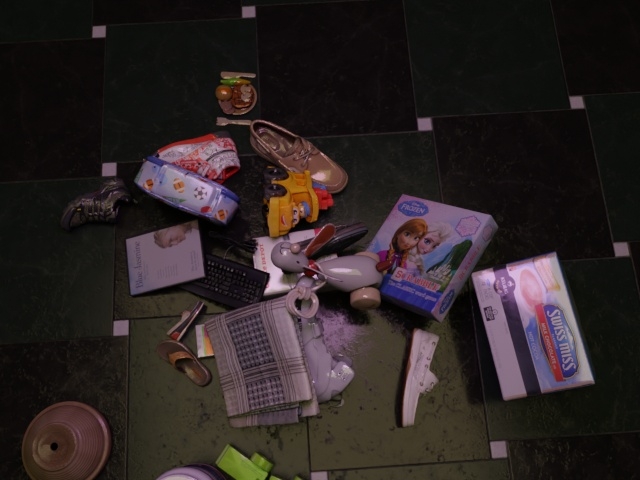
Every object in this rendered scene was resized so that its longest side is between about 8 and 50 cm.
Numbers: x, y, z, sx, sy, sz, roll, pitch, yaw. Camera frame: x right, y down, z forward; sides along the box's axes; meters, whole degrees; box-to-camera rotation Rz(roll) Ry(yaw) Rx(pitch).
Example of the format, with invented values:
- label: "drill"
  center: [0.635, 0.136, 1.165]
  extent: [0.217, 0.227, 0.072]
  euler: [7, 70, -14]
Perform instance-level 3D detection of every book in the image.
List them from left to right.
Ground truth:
- label: "book"
  center: [-0.279, 0.278, 1.827]
  extent: [0.144, 0.035, 0.096]
  euler: [-8, 72, -4]

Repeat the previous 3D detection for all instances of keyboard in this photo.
- label: "keyboard"
  center: [-0.286, 0.069, 1.825]
  extent: [0.317, 0.033, 0.201]
  euler: [16, 84, 23]

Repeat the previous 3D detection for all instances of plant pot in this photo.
- label: "plant pot"
  center: [-0.690, 0.548, 1.706]
  extent: [0.238, 0.109, 0.237]
  euler: [0, 73, 1]

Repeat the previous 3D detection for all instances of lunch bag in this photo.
- label: "lunch bag"
  center: [-0.381, -0.142, 1.835]
  extent: [0.304, 0.243, 0.114]
  euler: [26, 88, -6]

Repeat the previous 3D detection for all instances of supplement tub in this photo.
- label: "supplement tub"
  center: [-0.330, 0.659, 1.589]
  extent: [0.191, 0.272, 0.191]
  euler: [0, 74, 0]

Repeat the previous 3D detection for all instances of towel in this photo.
- label: "towel"
  center: [-0.165, 0.332, 1.692]
  extent: [0.312, 0.056, 0.324]
  euler: [-18, 84, 31]

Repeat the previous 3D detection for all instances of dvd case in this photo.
- label: "dvd case"
  center: [-0.451, 0.048, 1.859]
  extent: [0.253, 0.022, 0.180]
  euler: [-15, 74, 15]

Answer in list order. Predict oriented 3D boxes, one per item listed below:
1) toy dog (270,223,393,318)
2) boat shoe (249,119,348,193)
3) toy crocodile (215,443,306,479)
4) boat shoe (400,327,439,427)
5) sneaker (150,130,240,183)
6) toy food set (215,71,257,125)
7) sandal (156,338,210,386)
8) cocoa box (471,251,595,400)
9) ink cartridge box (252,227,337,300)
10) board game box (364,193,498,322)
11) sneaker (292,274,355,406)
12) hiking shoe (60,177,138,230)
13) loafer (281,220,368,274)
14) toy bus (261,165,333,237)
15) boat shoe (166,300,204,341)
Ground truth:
- label: "toy dog"
  center: [0.055, 0.067, 1.665]
  extent: [0.334, 0.161, 0.220]
  euler: [-2, 62, -38]
- label: "boat shoe"
  center: [-0.072, -0.253, 1.943]
  extent: [0.341, 0.110, 0.121]
  euler: [29, 75, 8]
- label: "toy crocodile"
  center: [-0.123, 0.653, 1.690]
  extent: [0.341, 0.105, 0.115]
  euler: [26, 75, 12]
- label: "boat shoe"
  center: [0.279, 0.383, 1.765]
  extent: [0.096, 0.098, 0.276]
  euler: [11, 73, 4]
- label: "sneaker"
  center: [-0.379, -0.229, 1.945]
  extent: [0.270, 0.090, 0.144]
  euler: [-19, 72, -9]
- label: "toy food set"
  center: [-0.270, -0.459, 2.039]
  extent: [0.133, 0.038, 0.191]
  euler: [1, 74, 0]
- label: "sandal"
  center: [-0.385, 0.342, 1.790]
  extent: [0.180, 0.049, 0.072]
  euler: [39, 98, 8]
- label: "cocoa box"
  center: [0.574, 0.234, 1.711]
  extent: [0.228, 0.231, 0.346]
  euler: [-17, 73, 21]
- label: "ink cartridge box"
  center: [-0.069, 0.070, 1.853]
  extent: [0.237, 0.100, 0.171]
  euler: [-9, 73, -3]
- label: "board game box"
  center: [0.279, 0.037, 1.791]
  extent: [0.319, 0.066, 0.318]
  euler: [19, 69, 45]
- label: "sneaker"
  center: [-0.004, 0.282, 1.748]
  extent: [0.210, 0.137, 0.365]
  euler: [11, 96, -2]
- label: "hiking shoe"
  center: [-0.661, -0.088, 1.903]
  extent: [0.227, 0.086, 0.114]
  euler: [-38, 74, -11]
- label: "loafer"
  center: [0.000, 0.000, 1.777]
  extent: [0.268, 0.096, 0.084]
  euler: [-26, 70, -8]
- label: "toy bus"
  center: [-0.065, -0.110, 1.850]
  extent: [0.212, 0.149, 0.220]
  euler: [1, 32, -6]
- label: "boat shoe"
  center: [-0.385, 0.226, 1.834]
  extent: [0.043, 0.049, 0.137]
  euler: [35, 82, 6]
